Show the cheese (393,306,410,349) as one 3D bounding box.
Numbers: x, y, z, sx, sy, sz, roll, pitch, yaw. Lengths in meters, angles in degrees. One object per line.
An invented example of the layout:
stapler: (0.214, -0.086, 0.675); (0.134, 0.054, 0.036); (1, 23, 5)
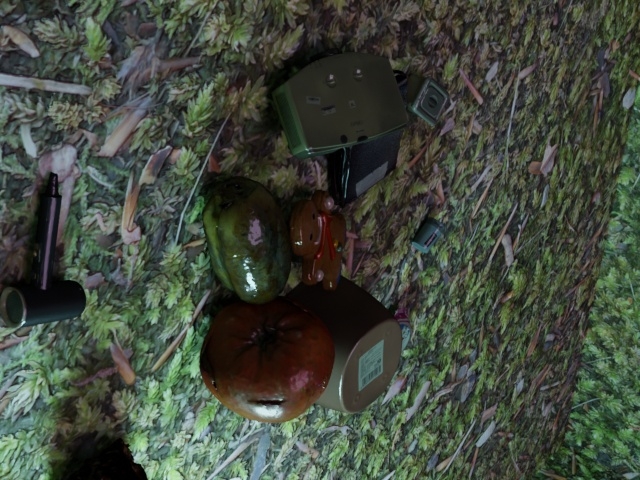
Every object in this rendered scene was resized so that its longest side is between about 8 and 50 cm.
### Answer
cheese: (0.183, 0.293, 2.479); (0.155, 0.062, 0.244); (0, 112, -55)

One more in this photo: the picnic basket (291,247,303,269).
picnic basket: (-0.039, 0.034, 2.017); (0.083, 0.065, 0.083); (-40, 119, -37)

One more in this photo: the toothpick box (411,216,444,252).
toothpick box: (0.283, -0.014, 2.414); (0.083, 0.052, 0.052); (-54, 145, -11)

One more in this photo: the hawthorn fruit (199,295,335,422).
hawthorn fruit: (-0.104, 0.257, 1.924); (0.276, 0.276, 0.307); (-53, 165, -15)

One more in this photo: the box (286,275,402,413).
box: (0.041, 0.249, 2.129); (0.301, 0.216, 0.300); (-33, 138, -36)

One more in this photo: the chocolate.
chocolate: (-0.381, 0.480, 1.776); (0.177, 0.207, 0.224); (-70, 177, -49)

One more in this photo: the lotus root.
lotus root: (-0.133, 0.008, 1.789); (0.160, 0.152, 0.274); (-44, 143, -34)

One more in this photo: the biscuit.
biscuit: (0.003, -0.001, 1.950); (0.324, 0.049, 0.205); (45, 51, -65)

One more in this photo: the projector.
projector: (0.034, -0.277, 1.818); (0.270, 0.088, 0.193); (-19, 92, -34)

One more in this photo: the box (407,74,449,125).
box: (0.238, -0.330, 2.135); (0.122, 0.062, 0.089); (25, 92, -55)

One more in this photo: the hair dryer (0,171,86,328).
hair dryer: (-0.431, 0.015, 1.486); (0.128, 0.070, 0.255); (-3, 110, -53)

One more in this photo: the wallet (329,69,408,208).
wallet: (0.104, -0.224, 2.035); (0.221, 0.071, 0.262); (-40, 143, -38)
